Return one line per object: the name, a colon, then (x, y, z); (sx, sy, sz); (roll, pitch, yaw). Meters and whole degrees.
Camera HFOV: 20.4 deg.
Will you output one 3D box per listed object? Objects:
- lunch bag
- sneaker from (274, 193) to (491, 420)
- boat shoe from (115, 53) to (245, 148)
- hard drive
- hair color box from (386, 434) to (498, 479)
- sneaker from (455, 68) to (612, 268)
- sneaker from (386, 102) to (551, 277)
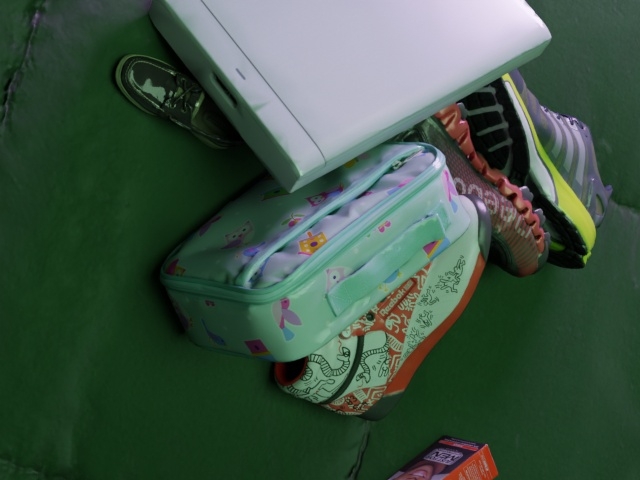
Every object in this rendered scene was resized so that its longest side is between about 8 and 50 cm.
lunch bag: (0.000, 0.000, 1.723); (0.279, 0.224, 0.108); (-39, 115, -28)
sneaker: (0.057, 0.059, 1.803); (0.145, 0.090, 0.270); (18, 111, -33)
boat shoe: (-0.129, -0.137, 1.726); (0.152, 0.049, 0.056); (28, 76, -35)
hard drive: (0.036, -0.215, 1.778); (0.353, 0.047, 0.233); (-30, 75, -32)
hair color box: (0.117, 0.269, 1.923); (0.141, 0.072, 0.043); (-34, 113, -31)
sneaker: (0.234, -0.112, 1.984); (0.121, 0.111, 0.300); (-54, 127, -34)
sneaker: (0.140, -0.042, 1.908); (0.276, 0.097, 0.135); (49, 64, -26)
